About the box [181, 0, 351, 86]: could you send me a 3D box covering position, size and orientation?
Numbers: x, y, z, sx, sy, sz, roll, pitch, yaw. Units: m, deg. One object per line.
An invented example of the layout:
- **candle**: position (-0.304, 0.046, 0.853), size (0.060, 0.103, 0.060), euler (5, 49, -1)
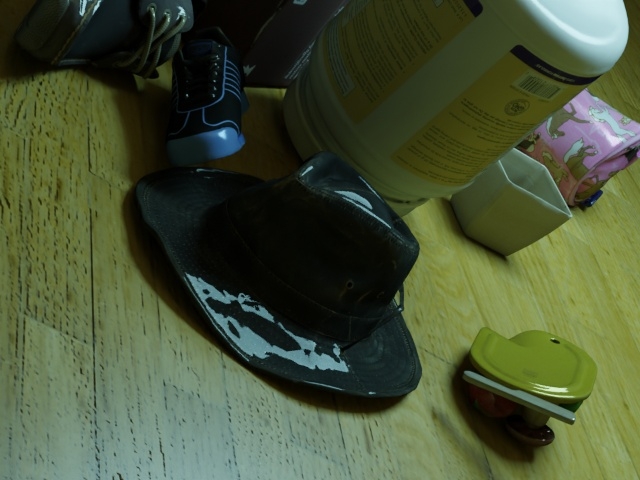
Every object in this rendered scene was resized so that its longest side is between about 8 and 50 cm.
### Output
- **box**: position (-0.083, -0.305, 1.808), size (0.203, 0.168, 0.167), euler (49, 24, 18)

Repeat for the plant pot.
- **plant pot**: position (0.220, -0.047, 1.907), size (0.109, 0.096, 0.109), euler (27, 26, -30)

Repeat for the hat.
- **hat**: position (0.000, 0.000, 1.445), size (0.331, 0.134, 0.331), euler (34, 25, -18)

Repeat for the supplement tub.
- **supplement tub**: position (0.138, -0.196, 1.698), size (0.241, 0.331, 0.241), euler (27, 42, -27)

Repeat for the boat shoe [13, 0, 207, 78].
- **boat shoe**: position (-0.188, -0.237, 1.578), size (0.130, 0.132, 0.355), euler (39, 24, -4)

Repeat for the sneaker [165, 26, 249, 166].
- **sneaker**: position (-0.117, -0.143, 1.544), size (0.232, 0.081, 0.090), euler (-89, 165, -70)

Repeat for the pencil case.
- **pencil case**: position (0.289, -0.227, 2.257), size (0.386, 0.160, 0.167), euler (47, -9, 16)

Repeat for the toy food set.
- **toy food set**: position (0.202, 0.153, 1.580), size (0.128, 0.071, 0.218), euler (19, 19, 11)
